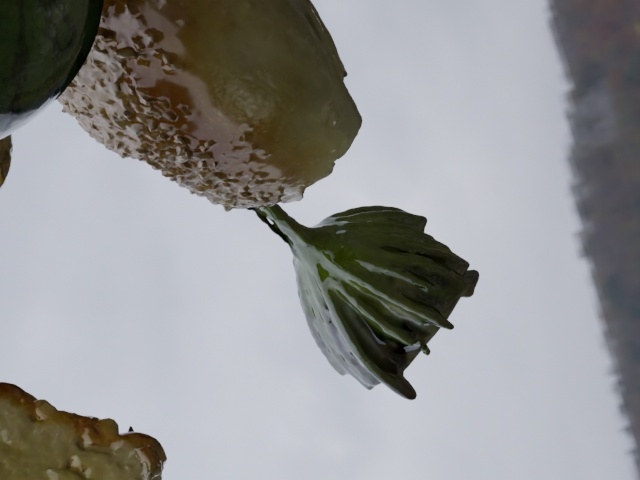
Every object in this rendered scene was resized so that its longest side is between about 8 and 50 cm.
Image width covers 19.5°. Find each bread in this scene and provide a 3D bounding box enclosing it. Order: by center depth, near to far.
[{"bbox_3d":[-0.189,0.187,1.130,0.274,0.185,0.114,97,-172,-58],"label":"bread"},{"bbox_3d":[-0.109,-0.156,1.141,0.314,0.171,0.192,50,172,5],"label":"bread"}]

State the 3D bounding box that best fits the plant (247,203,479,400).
[{"bbox_3d":[-0.020,0.029,1.817,0.333,0.180,0.251,19,-175,-30],"label":"plant"}]

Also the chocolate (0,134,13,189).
[{"bbox_3d":[-0.337,-0.050,1.511,0.134,0.309,0.134,12,-116,-26],"label":"chocolate"}]

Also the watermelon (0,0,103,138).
[{"bbox_3d":[-0.211,-0.138,0.966,0.188,0.215,0.188,1,-92,-35],"label":"watermelon"}]
